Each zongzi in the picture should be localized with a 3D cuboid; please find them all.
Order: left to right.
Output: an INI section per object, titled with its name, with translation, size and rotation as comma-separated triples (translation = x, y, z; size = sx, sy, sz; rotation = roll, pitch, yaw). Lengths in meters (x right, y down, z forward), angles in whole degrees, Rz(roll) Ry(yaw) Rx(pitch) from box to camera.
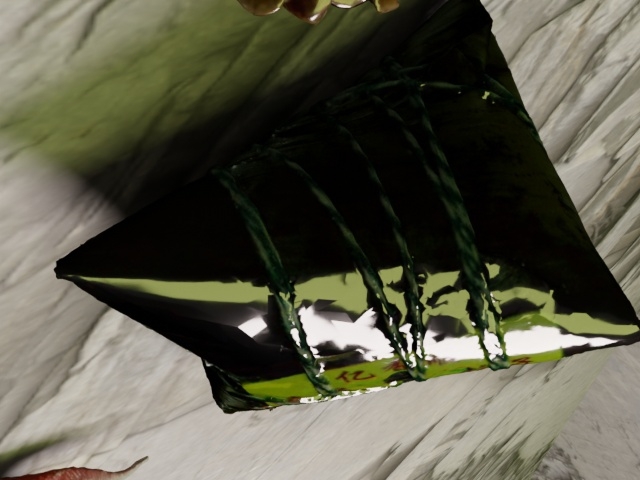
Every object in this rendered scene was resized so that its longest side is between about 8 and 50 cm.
[zongzi]
translation = 0.000, 0.000, 0.737
size = 0.383, 0.319, 0.362
rotation = -32, 159, 11

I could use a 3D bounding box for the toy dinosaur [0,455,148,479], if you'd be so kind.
[toy dinosaur]
translation = -0.249, 0.218, 0.838
size = 0.242, 0.053, 0.167
rotation = -24, 140, -24

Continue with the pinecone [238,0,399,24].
[pinecone]
translation = 0.017, -0.211, 0.529
size = 0.179, 0.150, 0.195
rotation = -29, 147, -21
